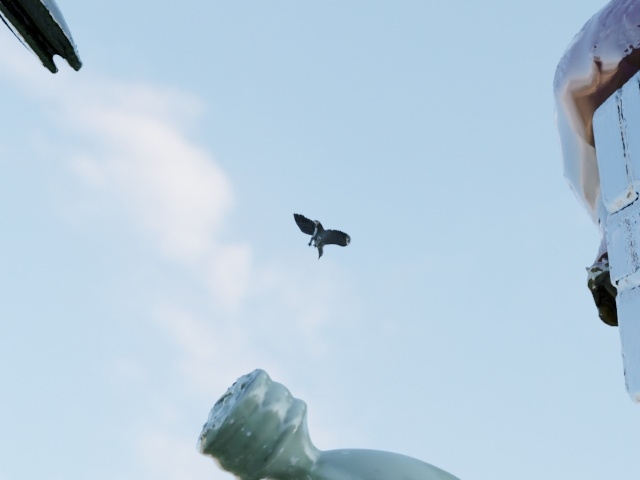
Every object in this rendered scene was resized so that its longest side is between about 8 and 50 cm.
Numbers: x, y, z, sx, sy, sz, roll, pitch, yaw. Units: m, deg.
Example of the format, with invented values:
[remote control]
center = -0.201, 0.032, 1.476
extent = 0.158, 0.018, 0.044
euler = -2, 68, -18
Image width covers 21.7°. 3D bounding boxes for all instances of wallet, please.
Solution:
[wallet]
center = -0.270, -0.247, 1.292
extent = 0.055, 0.160, 0.236
euler = -29, -49, 0

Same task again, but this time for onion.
[onion]
center = 0.403, -0.082, 1.896
extent = 0.398, 0.420, 0.398
euler = 37, -20, 16

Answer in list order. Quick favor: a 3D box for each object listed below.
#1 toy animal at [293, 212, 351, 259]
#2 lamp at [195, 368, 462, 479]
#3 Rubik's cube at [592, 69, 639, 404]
[toy animal]
center = -0.001, 0.000, 1.982
extent = 0.084, 0.050, 0.028
euler = 25, 17, 29
[lamp]
center = 0.016, 0.154, 0.972
extent = 0.193, 0.106, 0.106
euler = 38, -40, -6
[Rubik's cube]
center = 0.405, -0.016, 1.385
extent = 0.293, 0.283, 0.288
euler = -3, -9, -4
